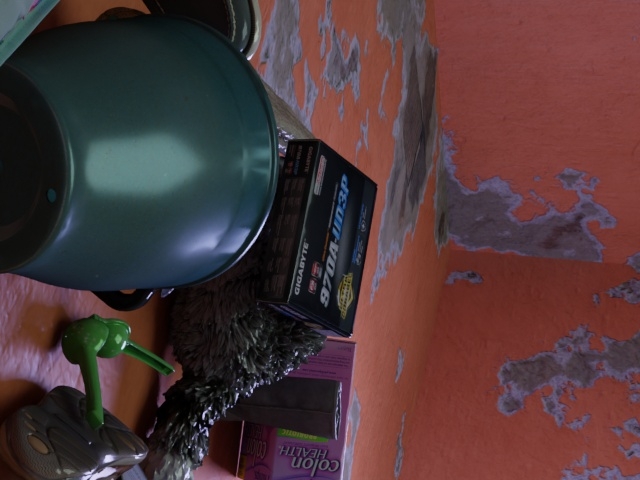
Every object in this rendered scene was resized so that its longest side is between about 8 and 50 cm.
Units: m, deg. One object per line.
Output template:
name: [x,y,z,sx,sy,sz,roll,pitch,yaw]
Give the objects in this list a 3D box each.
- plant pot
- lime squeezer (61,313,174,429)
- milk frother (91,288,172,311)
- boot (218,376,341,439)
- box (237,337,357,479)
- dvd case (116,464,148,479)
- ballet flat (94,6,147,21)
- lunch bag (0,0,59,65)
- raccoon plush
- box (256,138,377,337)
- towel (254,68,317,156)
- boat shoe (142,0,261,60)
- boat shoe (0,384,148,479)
plant pot: [-0.219,-0.075,1.180,0.255,0.272,0.271,-11,106,-60]
lime squeezer: [-0.233,0.129,1.479,0.059,0.110,0.310,-52,177,7]
milk frother: [-0.204,-0.001,1.466,0.129,0.135,0.143,-56,174,24]
boot: [-0.074,0.208,1.909,0.076,0.208,0.189,-62,153,-47]
box: [-0.041,0.274,2.085,0.213,0.117,0.243,168,-71,-73]
dvd case: [-0.207,0.360,1.538,0.238,0.030,0.179,-111,180,-50]
ballet flat: [-0.202,-0.143,1.472,0.348,0.123,0.123,95,6,-65]
lunch bag: [-0.283,-0.233,0.886,0.262,0.223,0.160,-70,167,-47]
raccoon plush: [-0.131,0.077,1.695,0.299,0.216,0.446,68,29,-46]
box: [0.000,0.000,1.698,0.175,0.051,0.220,34,63,-55]
towel: [-0.084,-0.186,1.767,0.049,0.187,0.282,-44,156,7]
boat shoe: [-0.177,-0.300,1.294,0.319,0.116,0.099,57,30,10]
boat shoe: [-0.276,0.231,1.353,0.116,0.123,0.324,-51,169,3]
